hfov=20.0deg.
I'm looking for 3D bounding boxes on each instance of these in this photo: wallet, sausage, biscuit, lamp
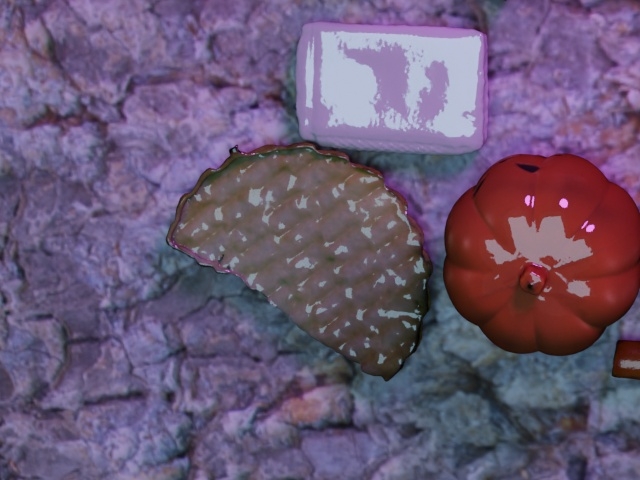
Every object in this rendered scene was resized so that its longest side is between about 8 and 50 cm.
[{"bbox_3d":[0.067,-0.143,1.705,0.182,0.032,0.124,4,107,15],"label":"wallet"},{"bbox_3d":[0.338,0.116,1.700,0.131,0.041,0.039,4,84,13],"label":"sausage"},{"bbox_3d":[0.000,0.000,1.757,0.273,0.036,0.187,36,114,3],"label":"biscuit"},{"bbox_3d":[0.200,0.015,1.643,0.187,0.164,0.188,3,107,11],"label":"lamp"}]
